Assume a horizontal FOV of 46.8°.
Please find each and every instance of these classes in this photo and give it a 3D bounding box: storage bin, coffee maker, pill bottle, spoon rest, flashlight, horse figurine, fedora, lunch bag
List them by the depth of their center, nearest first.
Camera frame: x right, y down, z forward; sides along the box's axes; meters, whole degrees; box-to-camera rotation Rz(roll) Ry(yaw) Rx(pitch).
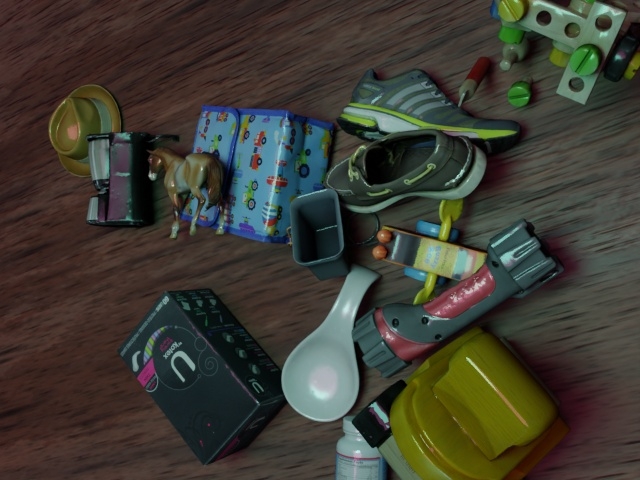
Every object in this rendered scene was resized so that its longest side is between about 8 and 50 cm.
[{"bbox_3d":[0.188,0.081,1.070,0.304,0.103,0.103,-39,60,21],"label":"flashlight"},{"bbox_3d":[0.000,0.000,1.227,0.098,0.091,0.135,-14,55,12],"label":"storage bin"},{"bbox_3d":[0.068,0.376,1.227,0.087,0.087,0.160,1,88,25],"label":"pill bottle"},{"bbox_3d":[0.022,0.177,1.253,0.137,0.084,0.277,21,96,13],"label":"spoon rest"},{"bbox_3d":[-0.229,-0.092,1.305,0.263,0.066,0.175,-5,84,54],"label":"horse figurine"},{"bbox_3d":[-0.140,-0.126,1.340,0.293,0.138,0.221,13,95,39],"label":"lunch bag"},{"bbox_3d":[-0.372,-0.116,1.436,0.171,0.120,0.178,-4,87,24],"label":"coffee maker"},{"bbox_3d":[-0.500,-0.230,1.523,0.194,0.079,0.195,-1,87,25],"label":"fedora"}]

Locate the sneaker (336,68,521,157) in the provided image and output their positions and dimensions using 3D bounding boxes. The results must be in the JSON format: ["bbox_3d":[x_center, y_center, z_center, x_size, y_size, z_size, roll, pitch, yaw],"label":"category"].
[{"bbox_3d":[0.176,-0.212,1.190,0.299,0.111,0.121,14,86,20],"label":"sneaker"}]

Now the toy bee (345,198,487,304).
[{"bbox_3d":[0.151,0.027,1.161,0.298,0.162,0.196,-6,87,25],"label":"toy bee"}]

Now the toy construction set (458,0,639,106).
[{"bbox_3d":[0.302,-0.273,1.002,0.257,0.237,0.309,42,135,-6],"label":"toy construction set"}]

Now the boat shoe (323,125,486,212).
[{"bbox_3d":[0.105,-0.114,1.156,0.324,0.096,0.117,0,67,53],"label":"boat shoe"}]

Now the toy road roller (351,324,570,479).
[{"bbox_3d":[0.230,0.221,1.003,0.202,0.329,0.241,50,135,18],"label":"toy road roller"}]

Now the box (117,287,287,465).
[{"bbox_3d":[-0.205,0.236,1.331,0.270,0.143,0.165,46,107,19],"label":"box"}]

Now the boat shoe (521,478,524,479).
[{"bbox_3d":[0.218,0.368,1.117,0.340,0.158,0.127,37,103,22],"label":"boat shoe"}]
